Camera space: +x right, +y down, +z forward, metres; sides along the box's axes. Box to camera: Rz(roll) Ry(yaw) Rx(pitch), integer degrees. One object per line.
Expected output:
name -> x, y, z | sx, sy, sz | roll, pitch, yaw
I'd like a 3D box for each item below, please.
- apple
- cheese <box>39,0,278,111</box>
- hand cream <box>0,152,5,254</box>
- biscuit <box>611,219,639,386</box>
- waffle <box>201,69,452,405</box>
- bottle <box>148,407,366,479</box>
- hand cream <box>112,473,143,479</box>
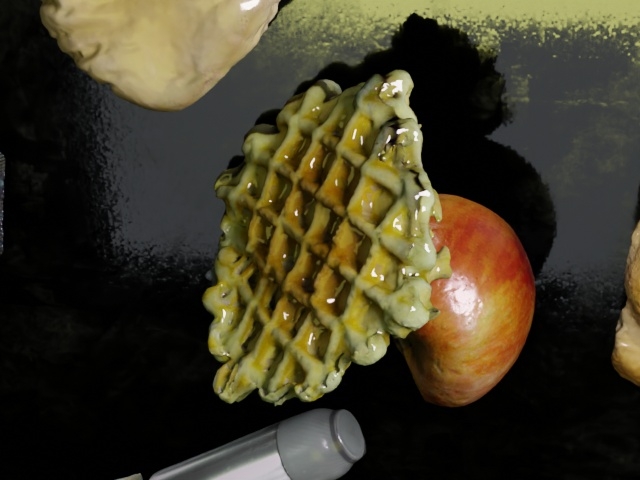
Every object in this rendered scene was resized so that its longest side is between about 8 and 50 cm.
apple -> 0.122, 0.053, 1.555 | 0.160, 0.173, 0.195 | -20, 108, 26
cheese -> -0.151, -0.238, 1.525 | 0.214, 0.117, 0.226 | 41, 113, -3
hand cream -> -0.465, -0.057, 1.733 | 0.270, 0.061, 0.120 | 8, 112, 3
biscuit -> 0.386, 0.036, 1.523 | 0.213, 0.091, 0.274 | 7, 115, 14
waffle -> 0.000, 0.000, 1.511 | 0.073, 0.317, 0.297 | 20, 144, -39
bottle -> -0.068, 0.251, 1.761 | 0.253, 0.080, 0.096 | -25, 145, 25
hand cream -> -0.277, 0.312, 1.868 | 0.174, 0.047, 0.076 | -11, 112, 10
